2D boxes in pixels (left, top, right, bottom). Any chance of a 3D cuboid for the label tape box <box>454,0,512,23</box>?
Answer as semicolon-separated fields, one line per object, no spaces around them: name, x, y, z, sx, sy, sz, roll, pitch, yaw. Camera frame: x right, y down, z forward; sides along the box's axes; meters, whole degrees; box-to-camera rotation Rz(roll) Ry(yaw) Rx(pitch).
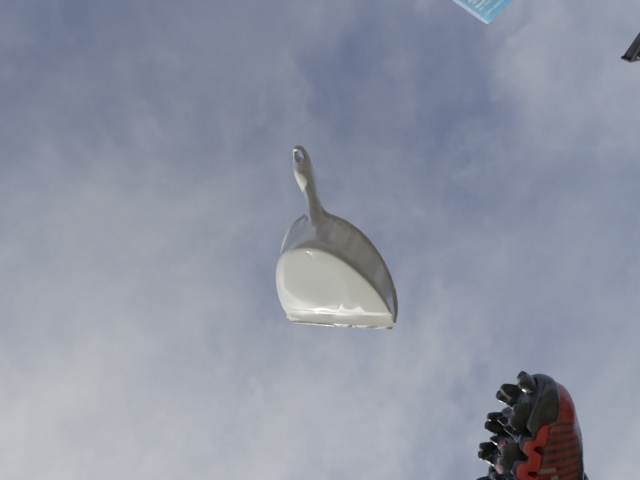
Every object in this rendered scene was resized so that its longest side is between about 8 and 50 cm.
label tape box;0.173;-0.464;0.654;0.347;0.249;0.115;20;-131;-29

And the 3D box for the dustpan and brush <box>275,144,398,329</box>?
dustpan and brush;0.000;0.000;0.590;0.060;0.147;0.211;-60;-41;-44

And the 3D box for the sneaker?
sneaker;0.198;0.247;0.444;0.135;0.097;0.276;3;-87;10

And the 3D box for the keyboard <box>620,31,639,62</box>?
keyboard;0.430;-0.237;0.618;0.180;0.108;0.023;-14;-120;-17
